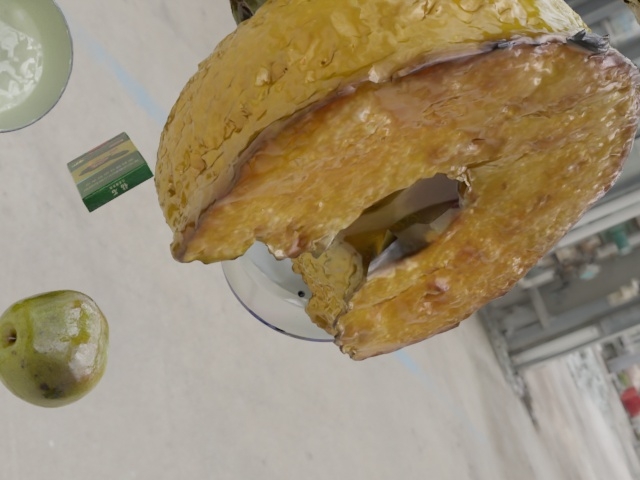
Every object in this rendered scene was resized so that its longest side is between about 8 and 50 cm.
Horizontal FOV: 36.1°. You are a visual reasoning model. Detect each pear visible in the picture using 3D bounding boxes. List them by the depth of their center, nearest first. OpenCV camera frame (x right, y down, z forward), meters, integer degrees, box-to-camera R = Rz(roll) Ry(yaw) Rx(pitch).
[{"bbox_3d":[-0.309,0.134,1.139,0.141,0.141,0.104,51,10,-44],"label":"pear"}]

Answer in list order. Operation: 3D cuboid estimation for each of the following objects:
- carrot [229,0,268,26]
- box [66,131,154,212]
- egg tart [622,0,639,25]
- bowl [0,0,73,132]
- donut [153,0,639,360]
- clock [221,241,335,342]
[{"bbox_3d":[0.043,-0.336,1.138,0.241,0.340,0.242,6,81,-43],"label":"carrot"},{"bbox_3d":[-0.386,-0.129,1.789,0.034,0.132,0.235,63,-9,-27],"label":"box"},{"bbox_3d":[0.554,-0.323,1.271,0.443,0.443,0.178,-46,138,-73],"label":"egg tart"},{"bbox_3d":[-0.499,-0.279,1.459,0.126,0.237,0.238,14,-40,57],"label":"bowl"},{"bbox_3d":[0.076,-0.075,0.850,0.164,0.377,0.435,66,7,29],"label":"donut"},{"bbox_3d":[0.000,0.000,1.138,0.083,0.230,0.230,105,-25,-56],"label":"clock"}]
